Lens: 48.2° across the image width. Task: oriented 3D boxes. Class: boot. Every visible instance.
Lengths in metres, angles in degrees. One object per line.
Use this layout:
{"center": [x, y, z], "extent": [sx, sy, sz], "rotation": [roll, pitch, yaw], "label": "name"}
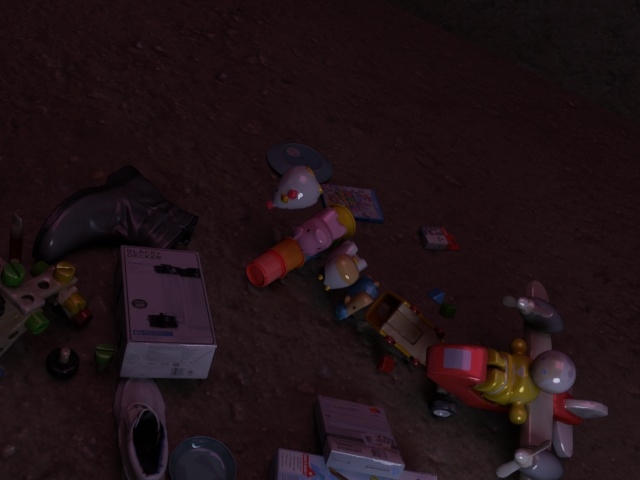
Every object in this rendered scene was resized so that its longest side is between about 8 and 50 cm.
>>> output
{"center": [-0.420, -0.019, 1.524], "extent": [0.222, 0.118, 0.338], "rotation": [37, 47, 5], "label": "boot"}
{"center": [-0.299, 0.315, 1.228], "extent": [0.095, 0.123, 0.258], "rotation": [2, 47, -25], "label": "boot"}

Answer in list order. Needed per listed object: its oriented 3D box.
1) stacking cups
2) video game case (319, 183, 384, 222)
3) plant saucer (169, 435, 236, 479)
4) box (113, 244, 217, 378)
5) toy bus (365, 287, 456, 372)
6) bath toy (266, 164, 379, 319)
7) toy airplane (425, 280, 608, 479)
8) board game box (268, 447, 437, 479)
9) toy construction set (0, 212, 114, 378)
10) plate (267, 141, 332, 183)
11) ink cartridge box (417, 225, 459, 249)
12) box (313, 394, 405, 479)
{"center": [-0.043, 0.020, 1.692], "extent": [0.096, 0.096, 0.316], "rotation": [40, 47, 15], "label": "stacking cups"}
{"center": [0.082, -0.100, 1.924], "extent": [0.166, 0.015, 0.119], "rotation": [5, 45, -22], "label": "video game case"}
{"center": [-0.209, 0.404, 1.260], "extent": [0.119, 0.021, 0.119], "rotation": [14, 44, -13], "label": "plant saucer"}
{"center": [-0.310, 0.133, 1.396], "extent": [0.169, 0.087, 0.290], "rotation": [6, 34, -21], "label": "box"}
{"center": [0.193, 0.199, 1.602], "extent": [0.190, 0.202, 0.104], "rotation": [-8, 21, -23], "label": "toy bus"}
{"center": [0.000, 0.000, 1.602], "extent": [0.129, 0.151, 0.348], "rotation": [-31, 97, -4], "label": "bath toy"}
{"center": [0.447, 0.310, 1.490], "extent": [0.384, 0.272, 0.386], "rotation": [-26, 78, -31], "label": "toy airplane"}
{"center": [0.064, 0.537, 1.226], "extent": [0.317, 0.066, 0.319], "rotation": [14, 43, -13], "label": "board game box"}
{"center": [-0.527, 0.074, 1.275], "extent": [0.257, 0.237, 0.309], "rotation": [-8, 51, -33], "label": "toy construction set"}
{"center": [-0.053, -0.221, 1.962], "extent": [0.188, 0.024, 0.188], "rotation": [13, 40, -11], "label": "plate"}
{"center": [0.325, -0.006, 1.938], "extent": [0.115, 0.029, 0.063], "rotation": [3, 46, -24], "label": "ink cartridge box"}
{"center": [0.069, 0.371, 1.364], "extent": [0.145, 0.038, 0.186], "rotation": [15, 18, -13], "label": "box"}
